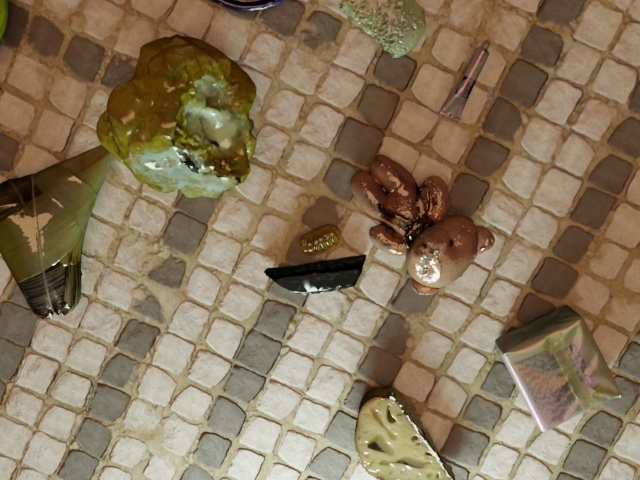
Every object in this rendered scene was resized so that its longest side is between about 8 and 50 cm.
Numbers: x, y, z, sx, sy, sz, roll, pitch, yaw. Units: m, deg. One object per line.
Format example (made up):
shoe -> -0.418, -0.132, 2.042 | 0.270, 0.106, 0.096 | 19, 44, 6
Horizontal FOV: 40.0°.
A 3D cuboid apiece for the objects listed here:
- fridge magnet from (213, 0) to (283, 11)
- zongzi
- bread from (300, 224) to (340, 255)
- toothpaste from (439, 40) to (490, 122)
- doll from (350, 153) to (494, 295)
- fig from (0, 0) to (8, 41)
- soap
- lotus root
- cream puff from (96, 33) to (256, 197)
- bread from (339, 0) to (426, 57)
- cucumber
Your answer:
fridge magnet -> -0.141, -0.577, 1.689 | 0.265, 0.112, 0.265 | 0, 99, 0
zongzi -> -0.493, -0.021, 1.788 | 0.317, 0.154, 0.289 | -24, 107, -1
bread -> 0.000, 0.000, 1.836 | 0.088, 0.033, 0.049 | -20, 106, 4
toothpaste -> 0.298, -0.323, 1.774 | 0.045, 0.028, 0.170 | 24, 102, -11
doll -> 0.186, -0.035, 1.770 | 0.303, 0.156, 0.201 | 45, 104, -2
fig -> -0.753, -0.467, 1.655 | 0.326, 0.258, 0.258 | 43, 98, 6
soap -> 0.488, 0.263, 1.824 | 0.182, 0.138, 0.199 | -28, 99, 4
lotus root -> 0.161, 0.440, 1.896 | 0.170, 0.074, 0.260 | -26, 101, 6
cream puff -> -0.275, -0.241, 1.699 | 0.274, 0.323, 0.270 | -9, 60, 30
bread -> 0.122, -0.478, 1.730 | 0.172, 0.064, 0.232 | -1, 99, -1
cucumber -> -0.007, 0.082, 1.848 | 0.220, 0.046, 0.070 | -8, 108, 2
